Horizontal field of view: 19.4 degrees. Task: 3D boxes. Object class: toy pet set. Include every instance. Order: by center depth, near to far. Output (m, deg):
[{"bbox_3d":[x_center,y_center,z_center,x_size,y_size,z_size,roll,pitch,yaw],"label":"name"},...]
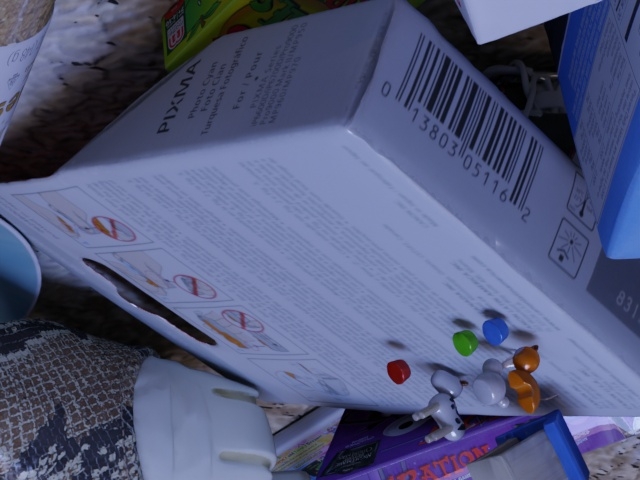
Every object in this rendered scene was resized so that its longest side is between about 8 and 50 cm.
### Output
[{"bbox_3d":[0.114,0.096,1.088,0.065,0.114,0.122,-26,179,-32],"label":"toy pet set"}]

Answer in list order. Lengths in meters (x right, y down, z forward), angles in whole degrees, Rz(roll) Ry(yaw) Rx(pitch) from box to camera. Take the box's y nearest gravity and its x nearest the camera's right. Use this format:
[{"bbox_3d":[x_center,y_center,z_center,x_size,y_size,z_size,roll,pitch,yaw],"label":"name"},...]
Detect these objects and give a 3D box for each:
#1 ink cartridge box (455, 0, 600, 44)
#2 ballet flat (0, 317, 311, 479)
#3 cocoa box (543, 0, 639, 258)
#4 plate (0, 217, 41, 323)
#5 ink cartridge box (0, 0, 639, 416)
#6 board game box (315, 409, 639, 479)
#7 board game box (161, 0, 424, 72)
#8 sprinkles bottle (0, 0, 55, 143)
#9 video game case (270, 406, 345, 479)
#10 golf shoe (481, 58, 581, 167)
[{"bbox_3d":[0.069,-0.211,0.877,0.082,0.140,0.191,-21,131,1],"label":"ink cartridge box"},{"bbox_3d":[-0.097,0.184,1.365,0.182,0.164,0.483,-7,148,11],"label":"ballet flat"},{"bbox_3d":[0.310,-0.145,0.963,0.347,0.228,0.231,-1,142,-8],"label":"cocoa box"},{"bbox_3d":[-0.279,0.019,1.236,0.188,0.024,0.188,-5,142,-4],"label":"plate"},{"bbox_3d":[0.000,0.000,1.143,0.385,0.091,0.308,-4,146,48],"label":"ink cartridge box"},{"bbox_3d":[0.172,0.086,1.267,0.347,0.208,0.056,-22,107,16],"label":"board game box"},{"bbox_3d":[0.000,-0.146,1.058,0.092,0.043,0.181,23,133,-33],"label":"board game box"},{"bbox_3d":[-0.225,-0.081,1.018,0.121,0.121,0.355,10,134,-22],"label":"sprinkles bottle"},{"bbox_3d":[0.026,0.176,1.495,0.157,0.019,0.143,-34,135,31],"label":"video game case"},{"bbox_3d":[0.159,-0.060,1.151,0.273,0.105,0.120,-22,135,18],"label":"golf shoe"}]
